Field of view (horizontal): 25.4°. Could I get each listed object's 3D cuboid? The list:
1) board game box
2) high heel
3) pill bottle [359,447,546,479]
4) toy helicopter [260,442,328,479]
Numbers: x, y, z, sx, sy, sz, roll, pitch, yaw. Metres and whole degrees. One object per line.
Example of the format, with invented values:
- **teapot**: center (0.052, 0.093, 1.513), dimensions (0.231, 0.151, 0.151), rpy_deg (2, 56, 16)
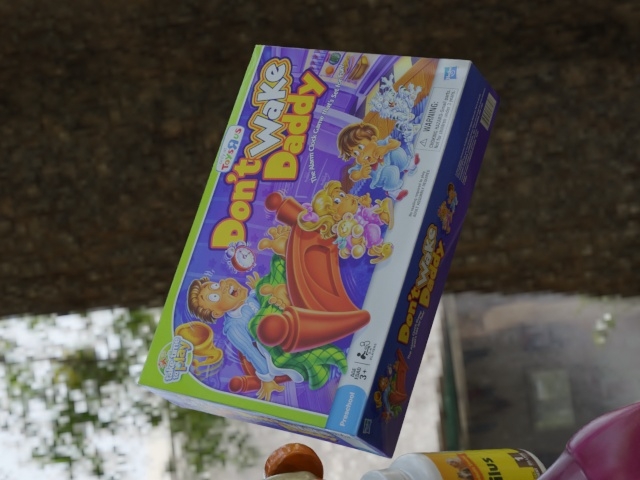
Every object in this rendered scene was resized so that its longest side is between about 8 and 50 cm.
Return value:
- **board game box**: center (0.000, 0.000, 1.287), dimensions (0.078, 0.233, 0.347), rpy_deg (39, -116, -55)
- **high heel**: center (0.320, 0.301, 1.289), dimensions (0.377, 0.181, 0.127), rpy_deg (50, -175, -37)
- **pill bottle**: center (0.150, 0.296, 1.606), dimensions (0.117, 0.215, 0.117), rpy_deg (-6, 83, 59)
- **toy helicopter**: center (-0.006, 0.468, 1.971), dimensions (0.355, 0.235, 0.140), rpy_deg (48, 179, -27)
